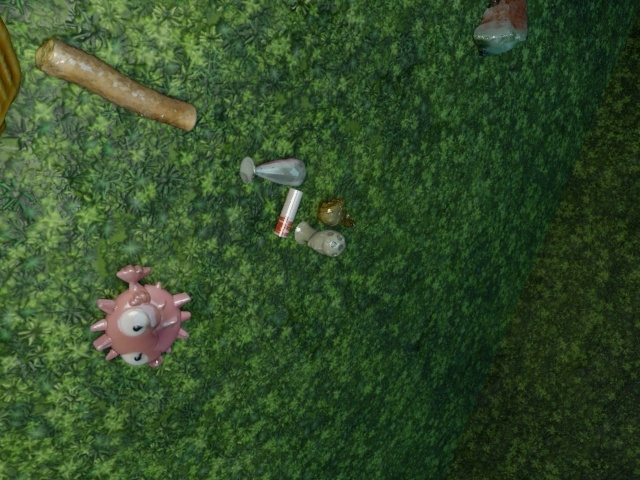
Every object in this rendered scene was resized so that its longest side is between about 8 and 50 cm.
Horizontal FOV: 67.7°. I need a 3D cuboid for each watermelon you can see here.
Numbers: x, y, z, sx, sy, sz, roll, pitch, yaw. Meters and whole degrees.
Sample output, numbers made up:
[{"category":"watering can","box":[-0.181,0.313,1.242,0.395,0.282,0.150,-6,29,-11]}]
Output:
[{"category":"watermelon","box":[0.619,-0.757,1.598,0.095,0.154,0.240,26,76,-46]}]

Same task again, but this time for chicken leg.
[{"category":"chicken leg","box":[0.057,-0.073,1.379,0.093,0.070,0.178,-50,145,8]}]

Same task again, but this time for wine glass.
[{"category":"wine glass","box":[-0.114,-0.171,1.168,0.155,0.073,0.073,-3,109,-43]}]

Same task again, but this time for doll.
[{"category":"doll","box":[-0.385,0.170,1.036,0.211,0.093,0.261,-13,119,-33]}]

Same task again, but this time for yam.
[{"category":"yam","box":[-0.362,-0.279,0.894,0.300,0.066,0.066,19,94,-47]}]

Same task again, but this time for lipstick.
[{"category":"lipstick","box":[-0.085,-0.072,1.262,0.038,0.038,0.130,17,94,-46]}]

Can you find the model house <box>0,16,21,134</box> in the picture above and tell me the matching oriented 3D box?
[{"category":"model house","box":[-0.553,-0.215,0.690,0.239,0.174,0.267,-49,166,-35]}]

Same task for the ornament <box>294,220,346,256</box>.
[{"category":"ornament","box":[0.000,0.000,1.289,0.081,0.156,0.074,-31,126,-32]}]
